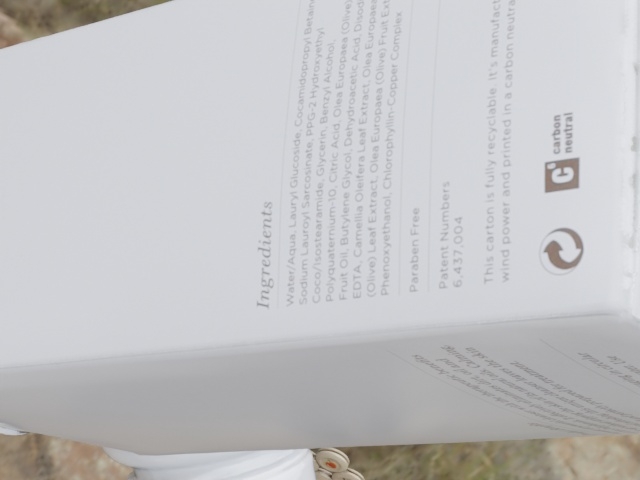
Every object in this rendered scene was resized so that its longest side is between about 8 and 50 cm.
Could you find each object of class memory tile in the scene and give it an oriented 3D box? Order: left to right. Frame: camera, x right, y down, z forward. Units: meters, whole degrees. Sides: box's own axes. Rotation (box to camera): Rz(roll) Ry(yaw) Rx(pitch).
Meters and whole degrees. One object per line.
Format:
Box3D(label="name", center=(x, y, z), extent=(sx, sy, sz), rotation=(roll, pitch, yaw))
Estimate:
Box3D(label="memory tile", center=(-0.017, 0.266, 1.593), extent=(0.113, 0.148, 0.012), rotation=(57, 41, -35))

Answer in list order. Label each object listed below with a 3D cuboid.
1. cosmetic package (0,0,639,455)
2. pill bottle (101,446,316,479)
Box3D(label="cosmetic package", center=(0.000, 0.000, 0.596), extent=(0.197, 0.366, 0.155), rotation=(25, 65, -51))
Box3D(label="pill bottle", center=(-0.129, 0.093, 1.430), extent=(0.224, 0.224, 0.392), rotation=(-17, 99, -39))
